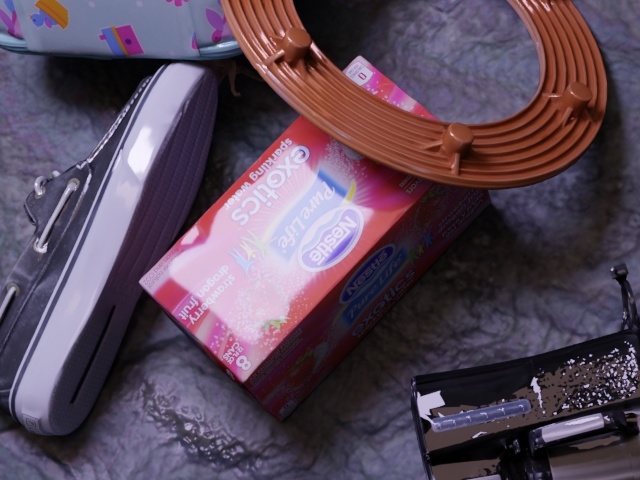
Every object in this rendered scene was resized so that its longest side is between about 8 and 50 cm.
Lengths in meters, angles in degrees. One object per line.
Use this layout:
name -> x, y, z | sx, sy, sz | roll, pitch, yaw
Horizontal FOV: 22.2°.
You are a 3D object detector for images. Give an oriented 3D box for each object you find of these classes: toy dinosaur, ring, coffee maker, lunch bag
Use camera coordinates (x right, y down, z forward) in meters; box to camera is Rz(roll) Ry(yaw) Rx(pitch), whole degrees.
toy dinosaur -> -0.088, -0.182, 1.429 | 0.092, 0.053, 0.183 | -4, 68, 14
ring -> 0.081, -0.178, 1.284 | 0.336, 0.032, 0.337 | 14, 46, -16
coffee maker -> 0.162, 0.127, 1.219 | 0.178, 0.120, 0.171 | -12, 43, 8
lunch bag -> -0.145, -0.251, 1.403 | 0.279, 0.108, 0.224 | 3, 39, 15

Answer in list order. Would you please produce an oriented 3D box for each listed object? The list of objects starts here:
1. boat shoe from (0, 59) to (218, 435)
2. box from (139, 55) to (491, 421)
boat shoe -> -0.196, -0.009, 1.345 | 0.119, 0.121, 0.335 | 22, 79, 18
box -> 0.000, 0.000, 1.293 | 0.257, 0.123, 0.128 | -46, 66, -6
